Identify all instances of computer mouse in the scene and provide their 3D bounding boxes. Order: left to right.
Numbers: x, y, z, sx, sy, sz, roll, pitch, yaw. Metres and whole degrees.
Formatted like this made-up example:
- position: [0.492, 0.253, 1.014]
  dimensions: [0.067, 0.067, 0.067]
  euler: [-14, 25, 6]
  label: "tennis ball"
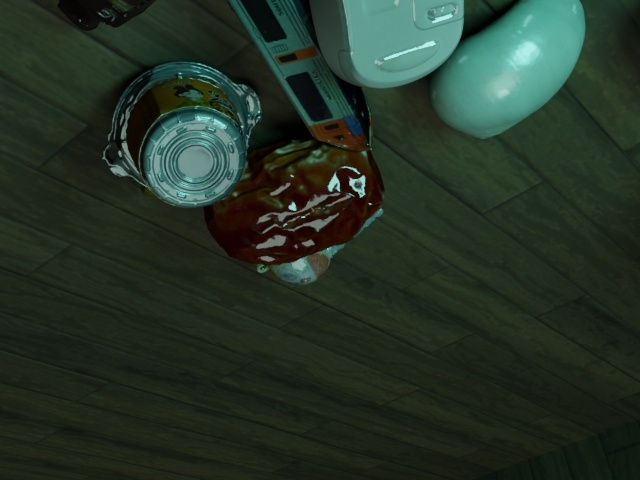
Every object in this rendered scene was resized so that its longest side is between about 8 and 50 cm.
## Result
- position: [0.067, -0.304, 0.863]
  dimensions: [0.184, 0.121, 0.296]
  euler: [-20, 132, -5]
  label: "computer mouse"

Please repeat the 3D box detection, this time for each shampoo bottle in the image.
- position: [-0.198, -0.263, 0.837]
  dimensions: [0.068, 0.067, 0.236]
  euler: [52, 148, -19]
  label: "shampoo bottle"

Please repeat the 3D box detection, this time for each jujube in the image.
- position: [-0.038, -0.058, 1.158]
  dimensions: [0.251, 0.174, 0.174]
  euler: [-22, 145, 8]
  label: "jujube"

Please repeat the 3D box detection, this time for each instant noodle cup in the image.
- position: [-0.162, -0.118, 1.012]
  dimensions: [0.208, 0.125, 0.177]
  euler: [-36, 121, 2]
  label: "instant noodle cup"

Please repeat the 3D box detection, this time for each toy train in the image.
- position: [-0.033, -0.238, 0.959]
  dimensions: [0.089, 0.086, 0.409]
  euler: [-12, 148, 16]
  label: "toy train"

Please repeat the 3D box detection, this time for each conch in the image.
- position: [0.246, -0.218, 1.056]
  dimensions: [0.221, 0.121, 0.185]
  euler: [-37, 167, 28]
  label: "conch"

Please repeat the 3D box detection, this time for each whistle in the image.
- position: [0.000, 0.000, 1.310]
  dimensions: [0.223, 0.122, 0.123]
  euler: [-27, 145, 0]
  label: "whistle"

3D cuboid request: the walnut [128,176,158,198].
- position: [-0.221, -0.099, 1.127]
  dimensions: [0.092, 0.092, 0.092]
  euler: [-7, 146, -4]
  label: "walnut"
